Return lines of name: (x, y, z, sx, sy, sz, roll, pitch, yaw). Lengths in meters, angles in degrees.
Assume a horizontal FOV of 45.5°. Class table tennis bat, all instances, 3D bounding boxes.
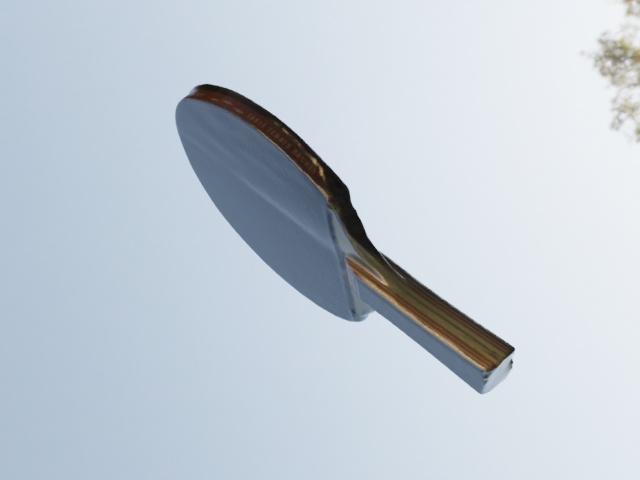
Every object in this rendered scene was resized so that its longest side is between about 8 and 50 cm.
table tennis bat: (0.000, 0.000, 0.369, 0.019, 0.220, 0.130, -40, -35, -20)
